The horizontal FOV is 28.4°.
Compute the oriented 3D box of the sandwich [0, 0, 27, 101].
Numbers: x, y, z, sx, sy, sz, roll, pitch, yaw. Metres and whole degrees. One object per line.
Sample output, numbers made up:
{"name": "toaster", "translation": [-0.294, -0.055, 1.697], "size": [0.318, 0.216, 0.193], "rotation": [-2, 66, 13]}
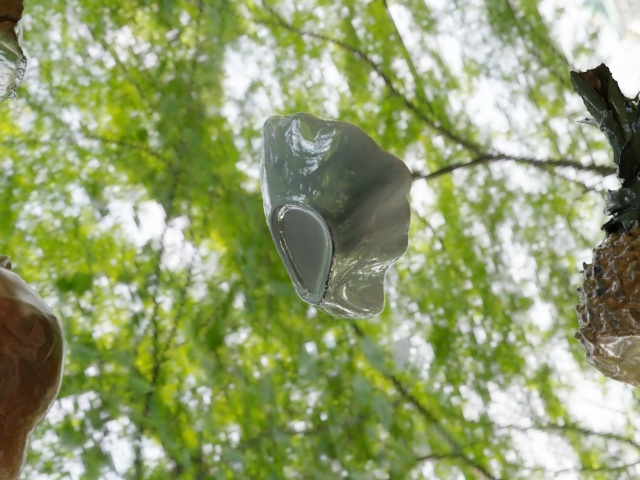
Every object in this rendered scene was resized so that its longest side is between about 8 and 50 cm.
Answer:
{"name": "sandwich", "translation": [-0.324, -0.229, 0.937], "size": [0.198, 0.155, 0.227], "rotation": [0, -103, -20]}

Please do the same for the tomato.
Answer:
{"name": "tomato", "translation": [-0.273, 0.103, 0.973], "size": [0.180, 0.155, 0.214], "rotation": [35, -144, -33]}

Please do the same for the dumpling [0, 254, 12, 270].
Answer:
{"name": "dumpling", "translation": [-0.408, 0.160, 1.452], "size": [0.227, 0.175, 0.243], "rotation": [-57, -53, -67]}

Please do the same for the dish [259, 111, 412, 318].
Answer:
{"name": "dish", "translation": [0.000, 0.000, 0.673], "size": [0.039, 0.091, 0.137], "rotation": [-48, -33, -41]}

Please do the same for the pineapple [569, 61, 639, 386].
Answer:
{"name": "pineapple", "translation": [0.255, -0.027, 1.020], "size": [0.130, 0.119, 0.277], "rotation": [24, -128, -23]}
